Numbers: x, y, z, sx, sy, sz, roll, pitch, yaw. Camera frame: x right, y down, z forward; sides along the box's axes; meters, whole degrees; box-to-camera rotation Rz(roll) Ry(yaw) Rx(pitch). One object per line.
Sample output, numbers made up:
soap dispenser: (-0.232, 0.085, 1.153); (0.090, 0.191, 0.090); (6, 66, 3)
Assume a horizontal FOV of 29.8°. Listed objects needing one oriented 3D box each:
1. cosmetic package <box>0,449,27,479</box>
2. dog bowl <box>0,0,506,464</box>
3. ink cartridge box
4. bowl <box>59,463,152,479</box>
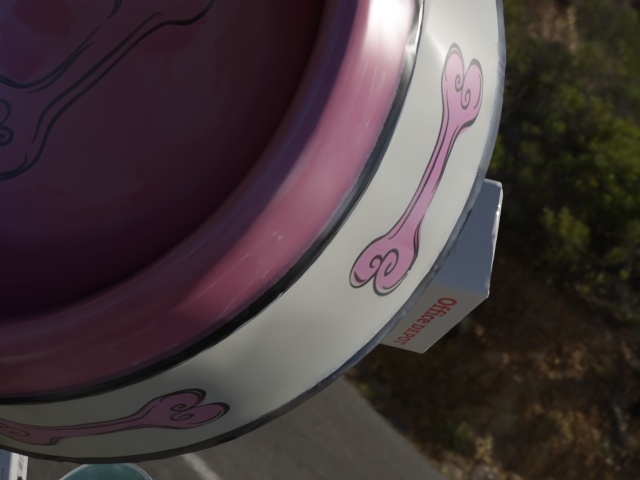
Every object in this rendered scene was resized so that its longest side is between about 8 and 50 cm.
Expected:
cosmetic package: (-0.662, 0.350, 1.914); (0.366, 0.196, 0.155); (3, -23, -4)
dog bowl: (-0.123, -0.101, 0.580); (0.408, 0.408, 0.150); (38, 0, 19)
ink cartridge box: (0.000, 0.000, 1.217); (0.308, 0.129, 0.223); (13, -22, -8)
bowl: (-0.329, 0.527, 1.939); (0.163, 0.311, 0.311); (43, 1, -45)
